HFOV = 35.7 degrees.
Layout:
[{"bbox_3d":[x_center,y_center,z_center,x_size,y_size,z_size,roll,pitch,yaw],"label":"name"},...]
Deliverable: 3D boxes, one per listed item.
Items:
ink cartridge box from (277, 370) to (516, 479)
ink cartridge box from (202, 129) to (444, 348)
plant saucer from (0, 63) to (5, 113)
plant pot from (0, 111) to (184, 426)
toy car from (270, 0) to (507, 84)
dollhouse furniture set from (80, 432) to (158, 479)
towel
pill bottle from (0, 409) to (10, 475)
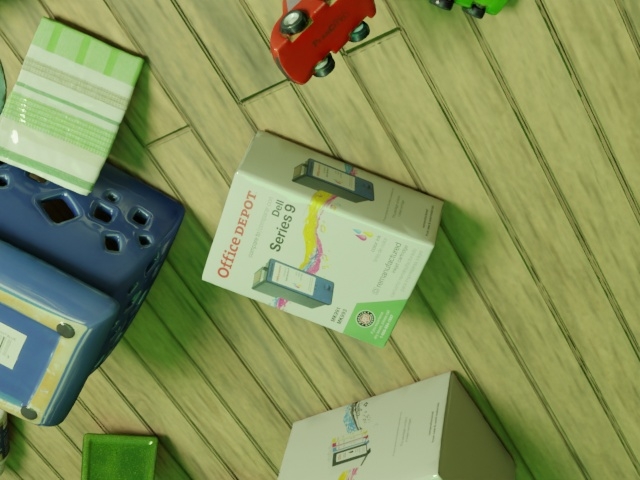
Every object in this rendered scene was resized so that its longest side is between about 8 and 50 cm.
[{"bbox_3d":[0.087,0.299,1.179,0.233,0.168,0.171,-24,117,27],"label":"ink cartridge box"},{"bbox_3d":[0.000,0.000,1.041,0.212,0.093,0.154,23,127,-1],"label":"ink cartridge box"},{"bbox_3d":[-0.433,-0.176,1.053,0.195,0.037,0.195,6,124,9],"label":"plant saucer"},{"bbox_3d":[-0.313,0.044,1.070,0.236,0.212,0.236,28,126,-7],"label":"plant pot"},{"bbox_3d":[0.073,-0.236,0.833,0.225,0.053,0.239,4,117,-40],"label":"toy car"},{"bbox_3d":[-0.179,0.374,1.358,0.301,0.151,0.197,6,148,-12],"label":"dollhouse furniture set"},{"bbox_3d":[-0.257,-0.135,1.008,0.113,0.023,0.152,23,94,-10],"label":"towel"},{"bbox_3d":[-0.456,0.269,1.345,0.067,0.067,0.120,12,126,5],"label":"pill bottle"}]
